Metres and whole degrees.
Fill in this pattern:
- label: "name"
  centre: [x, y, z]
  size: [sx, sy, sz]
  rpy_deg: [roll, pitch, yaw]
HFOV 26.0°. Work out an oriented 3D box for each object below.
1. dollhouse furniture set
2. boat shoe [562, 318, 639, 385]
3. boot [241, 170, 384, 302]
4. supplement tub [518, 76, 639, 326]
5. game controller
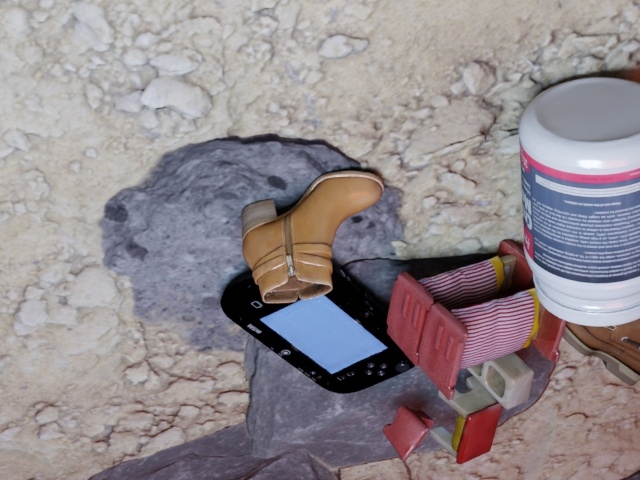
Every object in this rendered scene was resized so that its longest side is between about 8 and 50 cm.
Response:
- label: "dollhouse furniture set"
  centre: [0.202, 0.199, 1.940]
  size: [0.201, 0.152, 0.374]
  rpy_deg: [-17, 133, -29]
- label: "boat shoe"
  centre: [0.416, 0.111, 2.024]
  size: [0.104, 0.111, 0.307]
  rpy_deg: [-40, 141, 18]
- label: "boot"
  centre: [0.000, 0.000, 1.742]
  size: [0.197, 0.152, 0.073]
  rpy_deg: [-19, 137, 4]
- label: "supplement tub"
  centre: [0.348, -0.048, 1.737]
  size: [0.191, 0.191, 0.272]
  rpy_deg: [-12, 125, -4]
- label: "game controller"
  centre: [0.005, 0.120, 1.932]
  size: [0.166, 0.067, 0.319]
  rpy_deg: [-33, 134, 18]
